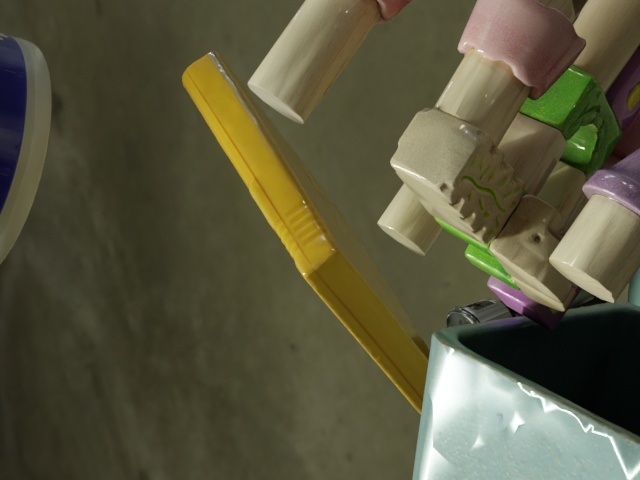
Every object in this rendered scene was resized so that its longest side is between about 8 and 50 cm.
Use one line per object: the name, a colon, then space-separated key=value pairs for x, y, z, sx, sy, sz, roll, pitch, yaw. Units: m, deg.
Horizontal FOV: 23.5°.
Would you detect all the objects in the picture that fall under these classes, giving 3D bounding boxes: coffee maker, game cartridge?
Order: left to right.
game cartridge: x=0.000 y=0.000 z=1.470 sx=0.285 sy=0.052 sz=0.324 roll=51 pitch=-174 yaw=-45
coffee maker: x=0.262 y=0.125 z=1.858 sx=0.171 sy=0.178 sz=0.120 roll=59 pitch=159 yaw=11

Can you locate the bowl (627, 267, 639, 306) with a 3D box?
bowl: x=0.425 y=0.082 z=1.340 sx=0.163 sy=0.311 sz=0.312 roll=-53 pitch=-41 yaw=-72

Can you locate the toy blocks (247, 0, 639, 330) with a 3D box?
toy blocks: x=0.178 y=-0.090 z=0.938 sx=0.309 sy=0.260 sz=0.288 roll=31 pitch=173 yaw=31

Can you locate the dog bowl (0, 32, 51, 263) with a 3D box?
dog bowl: x=-0.383 y=-0.094 z=1.599 sx=0.265 sy=0.104 sz=0.265 roll=-27 pitch=56 yaw=49

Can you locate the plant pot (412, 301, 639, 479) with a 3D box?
plant pot: x=0.206 y=0.209 z=1.017 sx=0.248 sy=0.247 sz=0.252 roll=27 pitch=111 yaw=38
